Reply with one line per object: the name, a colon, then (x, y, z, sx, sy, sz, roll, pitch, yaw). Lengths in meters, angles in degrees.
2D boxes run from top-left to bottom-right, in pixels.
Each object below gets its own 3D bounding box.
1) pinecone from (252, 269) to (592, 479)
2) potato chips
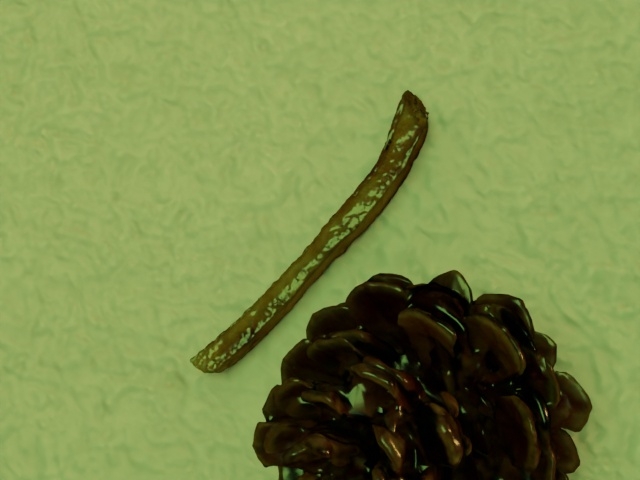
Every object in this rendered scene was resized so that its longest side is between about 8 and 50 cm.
pinecone: (0.043, 0.096, 0.607, 0.174, 0.173, 0.173, -4, 75, 15)
potato chips: (0.000, 0.000, 0.719, 0.037, 0.026, 0.204, 38, 89, 24)
